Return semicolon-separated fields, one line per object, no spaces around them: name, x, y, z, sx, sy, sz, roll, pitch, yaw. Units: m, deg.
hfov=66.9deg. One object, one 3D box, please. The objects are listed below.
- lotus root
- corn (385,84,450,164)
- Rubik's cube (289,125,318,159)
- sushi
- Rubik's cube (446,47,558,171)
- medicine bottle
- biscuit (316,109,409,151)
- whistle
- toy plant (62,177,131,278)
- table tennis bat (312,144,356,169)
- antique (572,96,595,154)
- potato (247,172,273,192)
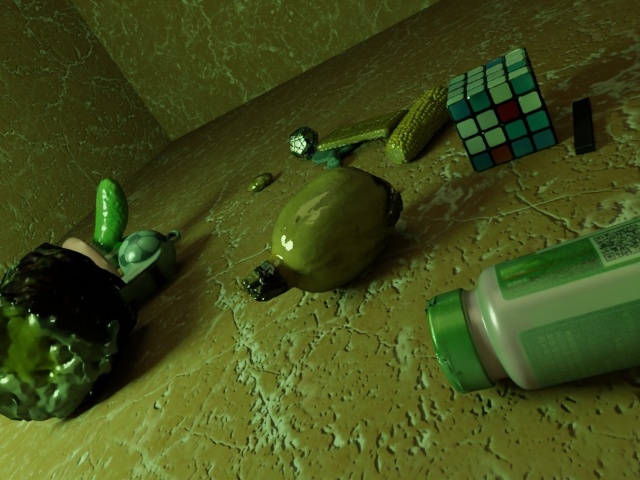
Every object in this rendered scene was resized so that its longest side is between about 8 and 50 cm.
lotus root;0.000;0.000;0.833;0.310;0.183;0.182;-41;27;-17
corn;0.243;-0.281;1.166;0.260;0.091;0.091;-49;-6;-30
Rubik's cube;-0.052;-0.312;1.555;0.111;0.111;0.093;-16;3;31
sushi;-0.558;0.189;1.017;0.281;0.299;0.294;-58;20;11
Rubik's cube;0.342;-0.249;0.925;0.154;0.151;0.155;-20;29;28
medicine bottle;0.250;0.068;0.479;0.274;0.133;0.133;-22;27;20
biscuit;0.123;-0.320;1.401;0.254;0.029;0.172;-5;27;37
whistle;-0.495;0.068;1.314;0.289;0.164;0.163;-43;27;-23
toy plant;-0.648;0.044;1.402;0.210;0.317;0.356;25;59;32
table tennis bat;0.042;-0.257;1.418;0.152;0.040;0.244;-23;23;13
antique;0.466;-0.206;0.861;0.031;0.015;0.192;-15;30;35
potato;-0.192;-0.187;1.551;0.092;0.045;0.046;-31;-11;-1
